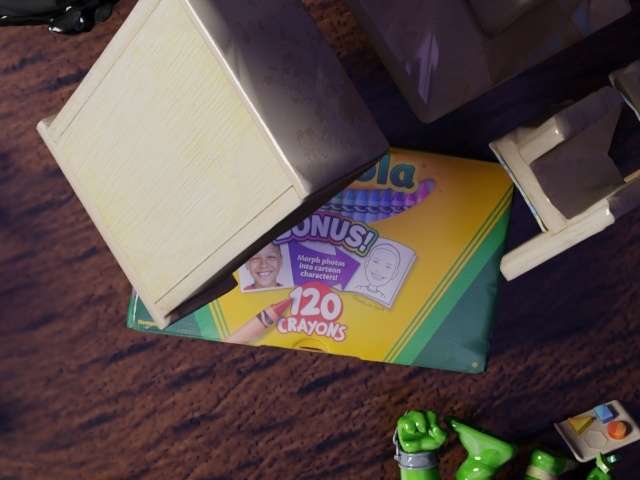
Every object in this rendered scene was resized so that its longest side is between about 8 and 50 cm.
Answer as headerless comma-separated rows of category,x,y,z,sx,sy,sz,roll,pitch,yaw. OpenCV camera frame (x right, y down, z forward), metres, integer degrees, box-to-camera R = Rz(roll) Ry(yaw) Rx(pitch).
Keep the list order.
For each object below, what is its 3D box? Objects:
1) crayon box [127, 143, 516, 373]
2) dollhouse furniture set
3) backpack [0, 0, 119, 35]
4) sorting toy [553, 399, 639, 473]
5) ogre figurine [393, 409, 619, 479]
crayon box,0.000,0.000,1.122,0.278,0.081,0.165,8,96,-7
dollhouse furniture set,0.042,-0.128,1.013,0.394,0.256,0.362,-30,87,-33
backpack,-0.322,-0.262,0.965,0.356,0.290,0.273,-4,104,4
sorting toy,0.230,0.158,1.169,0.062,0.083,0.012,-18,117,-5
ogre figurine,0.137,0.213,1.155,0.197,0.097,0.118,20,93,-37
